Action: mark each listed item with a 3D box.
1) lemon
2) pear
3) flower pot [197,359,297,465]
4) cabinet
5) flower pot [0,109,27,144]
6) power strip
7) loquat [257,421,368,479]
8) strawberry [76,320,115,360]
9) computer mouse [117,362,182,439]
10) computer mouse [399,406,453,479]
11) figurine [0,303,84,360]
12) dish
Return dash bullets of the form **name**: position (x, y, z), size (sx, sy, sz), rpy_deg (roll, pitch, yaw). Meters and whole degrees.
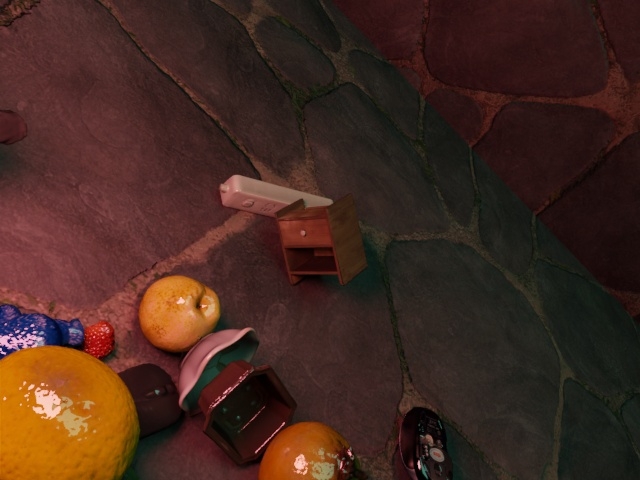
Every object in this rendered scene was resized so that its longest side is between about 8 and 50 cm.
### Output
- **lemon**: position (-0.421, 0.295, 0.974), size (0.267, 0.267, 0.267), rpy_deg (26, 45, -30)
- **pear**: position (-0.296, 0.152, 1.319), size (0.178, 0.178, 0.178), rpy_deg (26, 45, -30)
- **flower pot**: position (-0.161, 0.344, 1.285), size (0.179, 0.084, 0.251), rpy_deg (-42, 140, -17)
- **cabinet**: position (0.000, 0.000, 1.672), size (0.148, 0.175, 0.215), rpy_deg (-32, 114, -52)
- **flower pot**: position (-0.703, -0.221, 1.082), size (0.283, 0.299, 0.299), rpy_deg (-18, 75, -47)
- **power strip**: position (-0.123, -0.109, 1.760), size (0.385, 0.091, 0.062), rpy_deg (11, 57, -40)
- **loquat**: position (-0.016, 0.494, 1.288), size (0.244, 0.244, 0.244), rpy_deg (26, 45, -30)
- **strawberry**: position (-0.436, 0.194, 1.214), size (0.073, 0.083, 0.073), rpy_deg (21, 45, -23)
- **computer mouse**: position (-0.371, 0.319, 1.180), size (0.269, 0.086, 0.137), rpy_deg (-15, 73, -51)
- **computer mouse**: position (0.276, 0.563, 1.651), size (0.137, 0.096, 0.233), rpy_deg (36, 37, -29)
- **figurine**: position (-0.542, 0.185, 1.077), size (0.262, 0.121, 0.164), rpy_deg (-5, 69, -45)
- **dish**: position (-0.231, 0.256, 1.298), size (0.081, 0.229, 0.229), rpy_deg (37, 33, 20)
